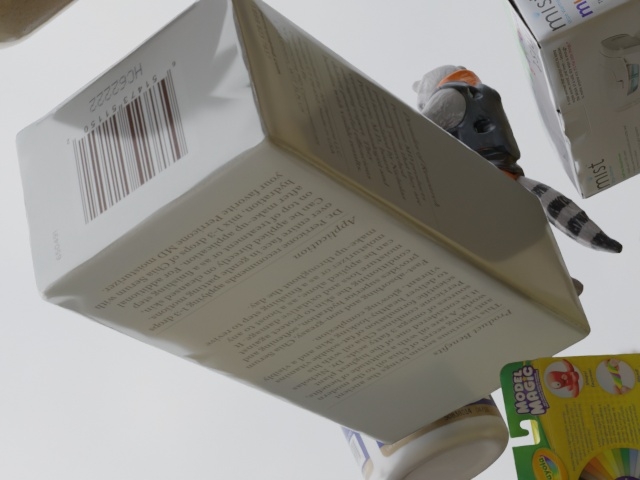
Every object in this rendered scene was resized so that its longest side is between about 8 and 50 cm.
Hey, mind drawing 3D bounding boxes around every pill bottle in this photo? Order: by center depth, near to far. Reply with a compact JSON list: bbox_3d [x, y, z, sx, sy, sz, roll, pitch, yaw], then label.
[{"bbox_3d":[0.073,0.124,1.594,0.153,0.153,0.264,21,-142,-55],"label":"pill bottle"}]

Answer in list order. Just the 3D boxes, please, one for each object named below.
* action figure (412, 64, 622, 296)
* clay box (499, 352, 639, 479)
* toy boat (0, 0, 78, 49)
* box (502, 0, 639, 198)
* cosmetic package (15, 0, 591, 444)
[{"bbox_3d":[0.212,-0.068,1.809,0.341,0.178,0.330,16,-138,-57],"label":"action figure"},{"bbox_3d":[0.254,0.156,1.239,0.053,0.222,0.127,102,164,-60],"label":"clay box"},{"bbox_3d":[-0.181,-0.254,1.125,0.267,0.318,0.148,-48,-60,-27],"label":"toy boat"},{"bbox_3d":[0.313,-0.193,1.501,0.262,0.231,0.127,59,-173,-53],"label":"box"},{"bbox_3d":[0.000,0.000,1.262,0.453,0.230,0.161,30,-144,-47],"label":"cosmetic package"}]
